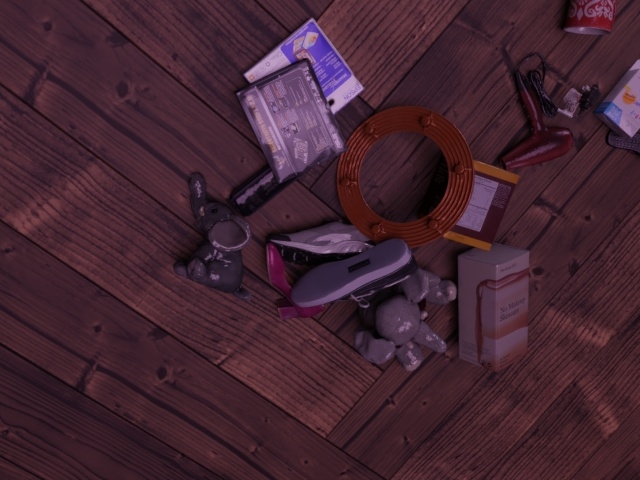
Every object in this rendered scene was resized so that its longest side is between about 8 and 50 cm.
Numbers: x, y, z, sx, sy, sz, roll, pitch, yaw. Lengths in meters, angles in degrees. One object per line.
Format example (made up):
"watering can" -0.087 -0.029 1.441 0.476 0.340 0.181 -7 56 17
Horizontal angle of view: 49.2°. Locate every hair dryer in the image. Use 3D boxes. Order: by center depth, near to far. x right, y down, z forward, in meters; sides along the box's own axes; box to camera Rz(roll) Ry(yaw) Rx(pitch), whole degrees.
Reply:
"hair dryer" 0.549 -0.303 1.782 0.224 0.080 0.293 27 93 -3

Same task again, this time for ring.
"ring" 0.191 -0.150 1.643 0.337 0.032 0.336 -1 88 24

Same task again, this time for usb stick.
"usb stick" -0.093 -0.163 1.674 0.278 0.045 0.077 -38 117 0

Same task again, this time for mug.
"mug" 0.665 -0.595 1.707 0.113 0.150 0.169 10 102 22

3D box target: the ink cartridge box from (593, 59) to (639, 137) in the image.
"ink cartridge box" 0.811 -0.368 1.804 0.104 0.061 0.181 38 94 -9

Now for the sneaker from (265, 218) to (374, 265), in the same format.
"sneaker" 0.000 0.000 1.728 0.272 0.100 0.107 1 67 -4

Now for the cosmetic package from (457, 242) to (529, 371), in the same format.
"cosmetic package" 0.452 0.170 1.828 0.153 0.129 0.295 -20 112 -37

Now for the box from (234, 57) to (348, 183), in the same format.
"box" -0.064 -0.271 1.594 0.183 0.056 0.230 -27 109 -2

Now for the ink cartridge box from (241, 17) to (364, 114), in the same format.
"ink cartridge box" -0.039 -0.368 1.624 0.206 0.045 0.208 -40 109 1

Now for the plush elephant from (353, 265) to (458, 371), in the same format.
"plush elephant" 0.206 0.194 1.735 0.330 0.255 0.271 30 97 -19

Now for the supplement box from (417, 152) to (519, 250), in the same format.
"supplement box" 0.356 -0.105 1.716 0.129 0.191 0.194 17 102 -16

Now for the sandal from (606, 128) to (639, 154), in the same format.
"sandal" 0.847 -0.260 1.872 0.179 0.040 0.067 16 97 -2

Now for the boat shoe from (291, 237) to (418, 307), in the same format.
"boat shoe" 0.082 0.097 1.661 0.307 0.113 0.105 -27 129 10

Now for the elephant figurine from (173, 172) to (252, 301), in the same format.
"elephant figurine" -0.234 -0.010 1.638 0.186 0.169 0.239 28 82 -47

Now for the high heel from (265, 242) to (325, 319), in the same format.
"high heel" -0.064 0.097 1.720 0.117 0.082 0.244 -12 121 0
